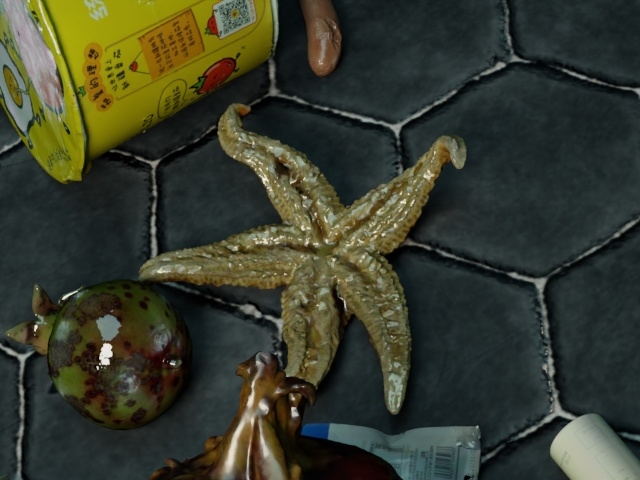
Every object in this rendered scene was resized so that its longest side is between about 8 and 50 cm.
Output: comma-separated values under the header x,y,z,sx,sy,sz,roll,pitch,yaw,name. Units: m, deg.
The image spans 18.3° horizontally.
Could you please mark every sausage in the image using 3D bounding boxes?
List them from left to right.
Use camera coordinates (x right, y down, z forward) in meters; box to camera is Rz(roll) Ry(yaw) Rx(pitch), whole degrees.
x,y,z,sx,sy,sz,roll,pitch,yaw,name
-0.007,-0.254,2.147,0.043,0.043,0.186,-15,53,0,sausage

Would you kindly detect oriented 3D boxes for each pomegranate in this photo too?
x,y,z,sx,sy,sz,roll,pitch,yaw,name
-0.200,0.095,1.866,0.148,0.148,0.169,-41,59,-19,pomegranate

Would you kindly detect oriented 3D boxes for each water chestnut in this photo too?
x,y,z,sx,sy,sz,roll,pitch,yaw,name
-0.051,0.254,1.583,0.335,0.347,0.335,-9,16,3,water chestnut

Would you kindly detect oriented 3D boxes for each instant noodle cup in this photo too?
x,y,z,sx,sy,sz,roll,pitch,yaw,name
-0.210,-0.251,2.034,0.254,0.326,0.325,-24,53,-19,instant noodle cup

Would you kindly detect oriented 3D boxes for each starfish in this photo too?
x,y,z,sx,sy,sz,roll,pitch,yaw,name
0.004,0.003,1.919,0.327,0.094,0.375,-39,63,-6,starfish

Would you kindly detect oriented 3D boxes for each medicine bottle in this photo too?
x,y,z,sx,sy,sz,roll,pitch,yaw,name
0.287,0.247,1.708,0.059,0.059,0.231,-30,54,-12,medicine bottle

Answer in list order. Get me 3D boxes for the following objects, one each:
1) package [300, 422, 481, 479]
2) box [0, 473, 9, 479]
x,y,z,sx,sy,sz,roll,pitch,yaw,name
0.055,0.238,1.781,0.173,0.027,0.171,-1,57,13,package
-0.341,0.266,1.697,0.164,0.256,0.069,-22,89,-6,box
